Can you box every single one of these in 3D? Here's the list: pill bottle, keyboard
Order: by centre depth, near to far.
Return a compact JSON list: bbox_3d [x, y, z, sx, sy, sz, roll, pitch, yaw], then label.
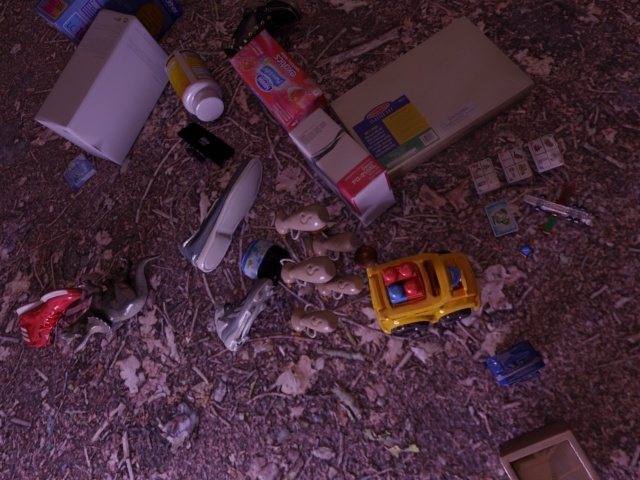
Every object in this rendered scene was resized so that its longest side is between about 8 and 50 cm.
[{"bbox_3d":[-0.340,-0.269,1.207,0.192,0.038,0.100,37,62,25],"label":"keyboard"},{"bbox_3d":[-0.364,-0.450,1.220,0.117,0.117,0.215,-34,66,4],"label":"pill bottle"}]

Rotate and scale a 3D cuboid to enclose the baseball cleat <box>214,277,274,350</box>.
[{"bbox_3d":[-0.188,0.156,0.967,0.109,0.072,0.205,36,105,26],"label":"baseball cleat"}]

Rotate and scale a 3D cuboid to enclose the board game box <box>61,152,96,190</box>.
[{"bbox_3d":[-0.764,-0.218,1.318,0.090,0.020,0.090,-43,66,-2],"label":"board game box"}]

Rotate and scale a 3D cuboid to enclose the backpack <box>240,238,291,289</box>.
[{"bbox_3d":[-0.138,0.049,0.988,0.084,0.114,0.105,22,81,22],"label":"backpack"}]

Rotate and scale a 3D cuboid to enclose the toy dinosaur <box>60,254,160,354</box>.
[{"bbox_3d":[-0.520,0.148,1.090,0.314,0.121,0.160,-31,78,0],"label":"toy dinosaur"}]

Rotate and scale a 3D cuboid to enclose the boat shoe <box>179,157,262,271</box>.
[{"bbox_3d":[-0.255,-0.080,1.068,0.099,0.116,0.319,25,86,19],"label":"boat shoe"}]

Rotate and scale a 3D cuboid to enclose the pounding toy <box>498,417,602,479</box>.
[{"bbox_3d":[0.379,0.443,0.720,0.206,0.094,0.181,-32,71,15],"label":"pounding toy"}]

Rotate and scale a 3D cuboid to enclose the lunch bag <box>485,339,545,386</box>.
[{"bbox_3d":[0.376,0.237,0.797,0.099,0.067,0.065,-28,67,5],"label":"lunch bag"}]

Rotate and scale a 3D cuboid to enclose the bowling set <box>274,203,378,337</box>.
[{"bbox_3d":[0.017,0.064,0.937,0.154,0.200,0.286,-9,82,47],"label":"bowling set"}]

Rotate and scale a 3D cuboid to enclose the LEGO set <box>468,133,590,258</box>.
[{"bbox_3d":[0.452,-0.087,0.906,0.183,0.060,0.244,-21,66,23],"label":"LEGO set"}]

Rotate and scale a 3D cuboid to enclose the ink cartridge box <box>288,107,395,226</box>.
[{"bbox_3d":[0.053,-0.168,0.971,0.100,0.172,0.237,-41,66,1],"label":"ink cartridge box"}]

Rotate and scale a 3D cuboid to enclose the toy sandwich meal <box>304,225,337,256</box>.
[{"bbox_3d":[0.000,0.000,1.009,0.086,0.029,0.085,-5,71,15],"label":"toy sandwich meal"}]

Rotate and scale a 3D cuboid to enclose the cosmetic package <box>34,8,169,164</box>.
[{"bbox_3d":[-0.627,-0.451,1.250,0.156,0.217,0.384,22,78,22],"label":"cosmetic package"}]

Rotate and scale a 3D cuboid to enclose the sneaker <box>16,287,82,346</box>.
[{"bbox_3d":[-0.731,0.215,1.144,0.221,0.087,0.128,-23,75,22],"label":"sneaker"}]

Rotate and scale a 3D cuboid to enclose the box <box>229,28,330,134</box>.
[{"bbox_3d":[-0.105,-0.405,1.105,0.128,0.122,0.256,-40,76,2],"label":"box"}]

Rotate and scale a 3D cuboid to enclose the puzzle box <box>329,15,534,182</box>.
[{"bbox_3d":[0.258,-0.349,1.034,0.409,0.052,0.272,-32,67,5],"label":"puzzle box"}]

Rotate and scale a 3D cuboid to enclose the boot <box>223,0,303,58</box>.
[{"bbox_3d":[-0.172,-0.611,1.224,0.236,0.085,0.178,22,82,38],"label":"boot"}]

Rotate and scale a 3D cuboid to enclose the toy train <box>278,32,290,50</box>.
[{"bbox_3d":[-0.118,-0.533,1.218,0.027,0.036,0.158,13,79,13],"label":"toy train"}]

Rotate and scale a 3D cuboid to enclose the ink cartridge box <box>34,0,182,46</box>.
[{"bbox_3d":[-0.632,-0.755,1.318,0.151,0.270,0.395,36,86,22],"label":"ink cartridge box"}]

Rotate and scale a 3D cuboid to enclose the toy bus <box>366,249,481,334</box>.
[{"bbox_3d":[0.200,0.086,0.823,0.220,0.211,0.149,-16,67,10],"label":"toy bus"}]
